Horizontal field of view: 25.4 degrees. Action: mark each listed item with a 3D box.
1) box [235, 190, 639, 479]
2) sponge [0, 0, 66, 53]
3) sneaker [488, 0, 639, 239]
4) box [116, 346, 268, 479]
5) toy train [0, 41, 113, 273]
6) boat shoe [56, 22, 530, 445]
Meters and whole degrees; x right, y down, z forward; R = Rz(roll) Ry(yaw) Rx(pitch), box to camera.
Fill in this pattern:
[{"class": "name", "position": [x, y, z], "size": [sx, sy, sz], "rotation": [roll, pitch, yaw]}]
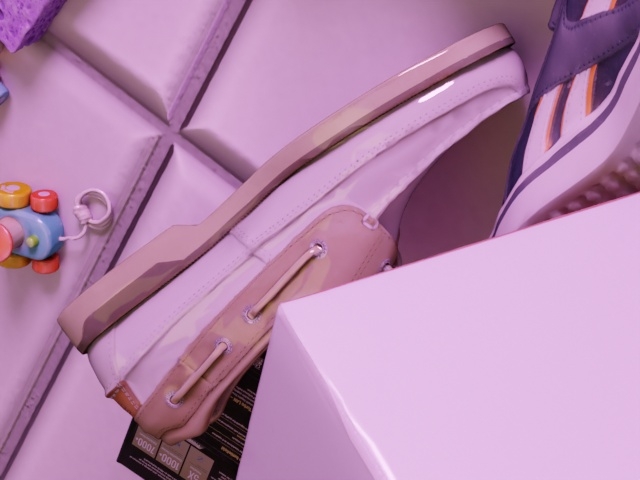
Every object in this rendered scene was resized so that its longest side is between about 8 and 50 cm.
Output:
[{"class": "box", "position": [0.081, 0.167, 0.702], "size": [0.168, 0.215, 0.345], "rotation": [57, 150, 31]}, {"class": "sponge", "position": [-0.169, -0.225, 0.856], "size": [0.117, 0.031, 0.210], "rotation": [46, 125, 3]}, {"class": "sneaker", "position": [0.169, -0.077, 0.698], "size": [0.126, 0.127, 0.321], "rotation": [8, 146, -12]}, {"class": "box", "position": [-0.019, 0.120, 0.900], "size": [0.180, 0.077, 0.147], "rotation": [31, 122, 13]}, {"class": "toy train", "position": [-0.222, -0.050, 0.952], "size": [0.166, 0.046, 0.125], "rotation": [50, 125, 1]}, {"class": "boat shoe", "position": [0.000, 0.000, 0.789], "size": [0.302, 0.113, 0.103], "rotation": [-36, 87, 16]}]
